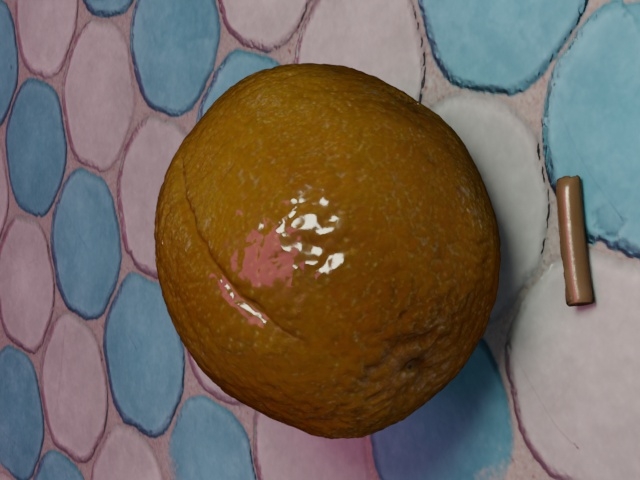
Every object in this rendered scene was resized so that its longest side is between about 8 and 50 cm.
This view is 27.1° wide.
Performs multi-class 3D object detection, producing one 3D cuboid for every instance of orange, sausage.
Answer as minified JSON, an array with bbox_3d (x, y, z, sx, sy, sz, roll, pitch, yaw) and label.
[{"bbox_3d":[0.000,0.000,1.242,0.357,0.322,0.322,60,135,44],"label":"orange"},{"bbox_3d":[0.224,0.000,1.173,0.026,0.026,0.116,-11,81,53],"label":"sausage"}]
